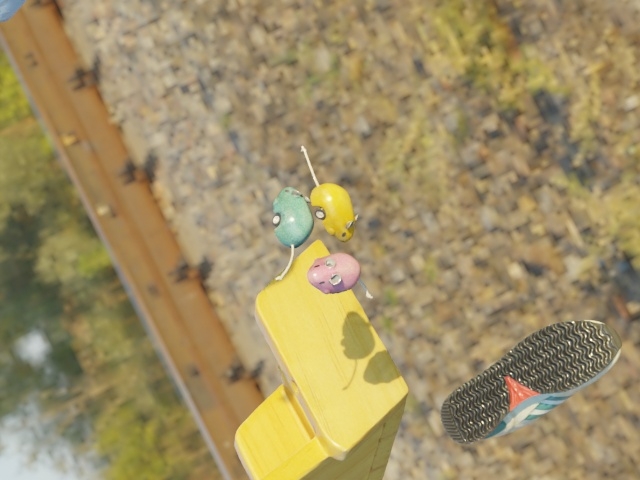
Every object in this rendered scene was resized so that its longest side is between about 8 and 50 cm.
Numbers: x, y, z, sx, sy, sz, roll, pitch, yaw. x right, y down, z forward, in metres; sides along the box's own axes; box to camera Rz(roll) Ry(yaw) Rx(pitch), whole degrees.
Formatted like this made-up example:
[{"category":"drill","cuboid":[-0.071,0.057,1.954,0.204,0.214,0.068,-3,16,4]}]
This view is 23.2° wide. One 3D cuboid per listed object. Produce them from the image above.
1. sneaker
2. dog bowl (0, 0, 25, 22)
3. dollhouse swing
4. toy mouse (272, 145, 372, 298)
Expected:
[{"category":"sneaker","cuboid":[0.176,0.113,1.272,0.057,0.161,0.075,61,-160,15]},{"category":"dog bowl","cuboid":[-0.271,-0.268,1.264,0.297,0.074,0.165,-24,72,59]},{"category":"dollhouse swing","cuboid":[-0.089,0.247,1.843,0.315,0.305,0.346,59,158,27]},{"category":"toy mouse","cuboid":[0.000,0.000,1.483,0.031,0.143,0.161,-23,102,35]}]
